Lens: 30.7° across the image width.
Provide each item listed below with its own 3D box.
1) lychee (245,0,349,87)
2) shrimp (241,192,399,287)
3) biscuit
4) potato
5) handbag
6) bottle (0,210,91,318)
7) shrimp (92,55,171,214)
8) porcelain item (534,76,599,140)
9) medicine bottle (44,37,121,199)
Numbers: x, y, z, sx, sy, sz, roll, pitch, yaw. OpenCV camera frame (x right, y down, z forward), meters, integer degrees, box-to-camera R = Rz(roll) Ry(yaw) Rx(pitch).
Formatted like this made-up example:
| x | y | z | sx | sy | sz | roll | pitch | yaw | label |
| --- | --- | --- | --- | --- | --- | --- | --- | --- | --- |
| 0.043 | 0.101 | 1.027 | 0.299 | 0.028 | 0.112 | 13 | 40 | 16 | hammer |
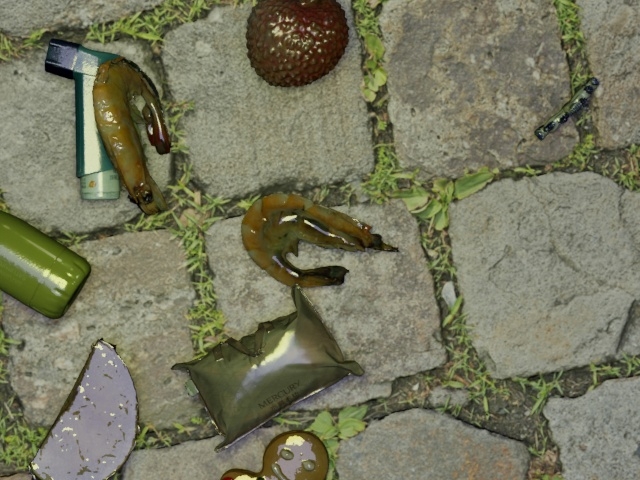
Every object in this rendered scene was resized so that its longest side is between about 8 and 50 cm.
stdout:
| x | y | z | sx | sy | sz | roll | pitch | yaw | label |
| --- | --- | --- | --- | --- | --- | --- | --- | --- | --- |
| -0.035 | -0.328 | 1.820 | 0.165 | 0.165 | 0.197 | 18 | 132 | -3 | lychee |
| -0.008 | 0.015 | 1.885 | 0.254 | 0.059 | 0.145 | 23 | 93 | -3 | shrimp |
| -0.083 | 0.449 | 1.899 | 0.197 | 0.049 | 0.301 | 28 | 89 | -5 | biscuit |
| -0.353 | 0.287 | 1.854 | 0.138 | 0.098 | 0.243 | 29 | 84 | -7 | potato |
| -0.090 | 0.200 | 1.861 | 0.270 | 0.117 | 0.182 | -30 | 84 | -1 | handbag |
| -0.495 | 0.016 | 1.832 | 0.260 | 0.112 | 0.112 | 32 | 90 | -4 | bottle |
| -0.287 | -0.169 | 1.832 | 0.058 | 0.173 | 0.253 | -7 | 119 | 25 | shrimp |
| 0.406 | -0.215 | 1.892 | 0.136 | 0.075 | 0.021 | -44 | 92 | -1 | porcelain item |
| -0.368 | -0.192 | 1.849 | 0.124 | 0.079 | 0.258 | -4 | 92 | -10 | medicine bottle |
